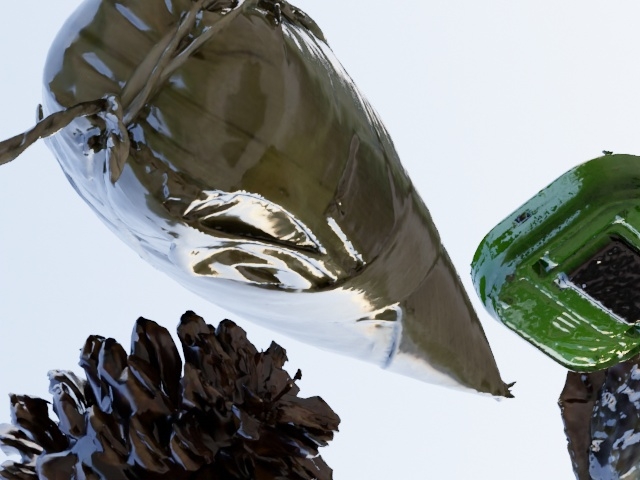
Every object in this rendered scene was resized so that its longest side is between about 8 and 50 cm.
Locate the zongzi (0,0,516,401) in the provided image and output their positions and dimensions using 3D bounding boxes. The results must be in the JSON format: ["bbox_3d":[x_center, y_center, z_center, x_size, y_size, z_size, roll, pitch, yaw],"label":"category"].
[{"bbox_3d":[0.014,-0.018,1.339,0.467,0.218,0.500,35,179,-6],"label":"zongzi"}]

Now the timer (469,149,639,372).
[{"bbox_3d":[0.161,0.016,1.076,0.140,0.128,0.047,34,-154,-41],"label":"timer"}]

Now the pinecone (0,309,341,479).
[{"bbox_3d":[-0.086,0.144,1.185,0.221,0.221,0.221,41,-139,-50],"label":"pinecone"}]

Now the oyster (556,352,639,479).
[{"bbox_3d":[0.266,0.138,1.363,0.271,0.275,0.100,-105,9,-56],"label":"oyster"}]
